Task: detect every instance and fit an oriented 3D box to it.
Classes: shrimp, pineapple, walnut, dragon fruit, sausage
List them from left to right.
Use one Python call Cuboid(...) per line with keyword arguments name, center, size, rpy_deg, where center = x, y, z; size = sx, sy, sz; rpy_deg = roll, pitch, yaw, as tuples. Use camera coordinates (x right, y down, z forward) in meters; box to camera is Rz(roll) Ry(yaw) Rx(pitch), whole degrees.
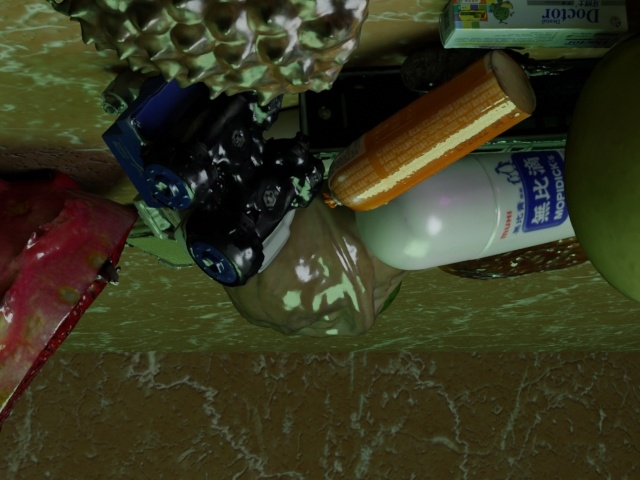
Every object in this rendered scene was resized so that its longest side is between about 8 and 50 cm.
Cuboid(name="dragon fruit", center=(-0.402, 0.067, 1.708), size=(0.249, 0.386, 0.371), rpy_deg=(34, 134, -4))
Cuboid(name="pineapple", center=(-0.145, -0.192, 0.915), size=(0.361, 0.175, 0.175), rpy_deg=(8, 166, -10))
Cuboid(name="walnut", center=(-0.003, 0.000, 1.676), size=(0.273, 0.227, 0.273), rpy_deg=(-1, 163, 0))
Cuboid(name="sausage", center=(0.091, -0.093, 1.325), size=(0.234, 0.071, 0.071), rpy_deg=(-31, 155, 30))
Cuboid(name="shrimp", center=(0.160, -0.163, 1.347), size=(0.165, 0.057, 0.065), rpy_deg=(7, 153, 1))

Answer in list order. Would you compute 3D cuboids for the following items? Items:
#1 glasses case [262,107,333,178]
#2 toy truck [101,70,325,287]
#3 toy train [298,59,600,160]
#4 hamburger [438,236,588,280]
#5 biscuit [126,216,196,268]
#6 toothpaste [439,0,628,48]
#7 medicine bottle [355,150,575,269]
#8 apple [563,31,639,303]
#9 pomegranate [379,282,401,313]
Cuboid(name="glasses case", center=(-0.022, -0.104, 1.528), size=(0.204, 0.081, 0.051), rpy_deg=(-7, 170, 27))
Cuboid(name="toy truck", center=(-0.120, -0.066, 1.351), size=(0.177, 0.161, 0.213), rpy_deg=(0, 131, 41))
Cuboid(name="toy train", center=(0.181, -0.130, 1.433), size=(0.406, 0.087, 0.088), rpy_deg=(-3, 170, -3))
Cuboid(name="hamburger", center=(0.252, -0.034, 1.811), size=(0.286, 0.146, 0.243), rpy_deg=(5, 159, -30))
Cuboid(name="biscuit", center=(-0.183, -0.008, 2.018), size=(0.150, 0.052, 0.252), rpy_deg=(-9, 169, 11))
Cuboid(name="toothpaste", center=(0.190, -0.195, 1.250), size=(0.164, 0.034, 0.046), rpy_deg=(-1, 168, -9))
Cuboid(name="medicine bottle", center=(0.187, -0.049, 1.546), size=(0.341, 0.130, 0.130), rpy_deg=(-11, 175, -36))
Cuboid(name="apple", center=(0.353, -0.077, 1.282), size=(0.295, 0.258, 0.233), rpy_deg=(-22, -167, -27))
Cuboid(name="pomegranate", center=(0.050, 0.009, 1.923), size=(0.225, 0.187, 0.187), rpy_deg=(-40, 152, 23))
